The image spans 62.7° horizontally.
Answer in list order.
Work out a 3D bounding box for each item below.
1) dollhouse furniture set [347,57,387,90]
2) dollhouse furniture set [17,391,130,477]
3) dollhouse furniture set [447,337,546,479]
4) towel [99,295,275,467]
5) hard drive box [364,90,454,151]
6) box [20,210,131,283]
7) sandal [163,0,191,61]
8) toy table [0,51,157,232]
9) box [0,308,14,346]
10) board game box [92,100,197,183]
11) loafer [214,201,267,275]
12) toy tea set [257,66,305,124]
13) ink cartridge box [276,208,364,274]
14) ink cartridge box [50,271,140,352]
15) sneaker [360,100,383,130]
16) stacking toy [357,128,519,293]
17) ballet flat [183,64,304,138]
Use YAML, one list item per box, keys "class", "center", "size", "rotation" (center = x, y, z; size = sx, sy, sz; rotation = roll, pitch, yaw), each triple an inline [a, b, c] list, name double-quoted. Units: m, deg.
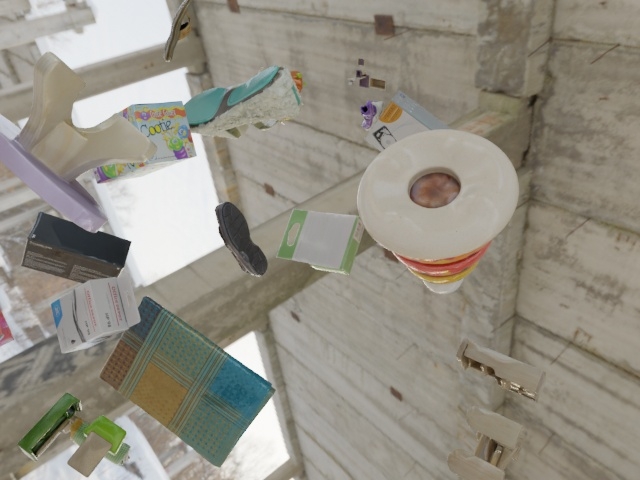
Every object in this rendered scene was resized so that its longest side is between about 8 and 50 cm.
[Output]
- class: "dollhouse furniture set"
  center: [0.144, -0.504, 1.619]
  size: [0.114, 0.081, 0.091]
  rotation: [24, -53, 34]
- class: "dollhouse furniture set"
  center: [-0.618, 0.545, 1.352]
  size: [0.197, 0.151, 0.301]
  rotation: [32, -37, 3]
- class: "dollhouse furniture set"
  center: [0.489, 0.544, 1.606]
  size: [0.256, 0.394, 0.362]
  rotation: [20, -17, 30]
- class: "towel"
  center: [-0.316, 0.331, 1.230]
  size: [0.370, 0.040, 0.271]
  rotation: [36, -71, 3]
- class: "hard drive box"
  center: [0.294, -0.348, 1.739]
  size: [0.232, 0.089, 0.181]
  rotation: [35, -46, -1]
- class: "box"
  center: [-0.720, 0.038, 1.552]
  size: [0.184, 0.261, 0.103]
  rotation: [-38, -142, 49]
- class: "sandal"
  center: [-0.383, -0.572, 1.437]
  size: [0.180, 0.049, 0.072]
  rotation: [-65, -149, 20]
- class: "toy table"
  center: [-0.389, -0.160, 0.812]
  size: [0.274, 0.161, 0.252]
  rotation: [42, -5, 2]
- class: "box"
  center: [-0.800, 0.171, 1.113]
  size: [0.300, 0.154, 0.142]
  rotation: [-2, -71, 42]
- class: "board game box"
  center: [-0.464, -0.244, 1.337]
  size: [0.275, 0.144, 0.142]
  rotation: [-8, -81, 44]
- class: "loafer"
  center: [-0.284, 0.004, 1.759]
  size: [0.095, 0.109, 0.302]
  rotation: [-3, -50, 33]
- class: "toy tea set"
  center: [-0.164, -0.587, 2.097]
  size: [0.336, 0.124, 0.200]
  rotation: [37, -53, 51]
- class: "ink cartridge box"
  center: [0.000, 0.000, 1.563]
  size: [0.235, 0.171, 0.056]
  rotation: [8, -19, 33]
- class: "ink cartridge box"
  center: [-0.428, 0.136, 0.993]
  size: [0.180, 0.060, 0.104]
  rotation: [-26, -104, 31]
- class: "sneaker"
  center: [0.171, -0.448, 1.848]
  size: [0.071, 0.068, 0.170]
  rotation: [16, -17, -4]
- class: "stacking toy"
  center: [0.307, -0.005, 1.316]
  size: [0.350, 0.350, 0.480]
  rotation: [37, -15, 35]
- class: "ballet flat"
  center: [-0.205, -0.318, 1.323]
  size: [0.409, 0.147, 0.147]
  rotation: [-2, -65, 43]
